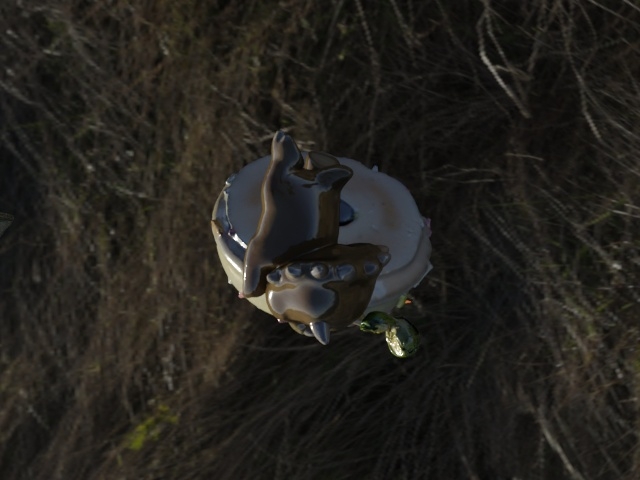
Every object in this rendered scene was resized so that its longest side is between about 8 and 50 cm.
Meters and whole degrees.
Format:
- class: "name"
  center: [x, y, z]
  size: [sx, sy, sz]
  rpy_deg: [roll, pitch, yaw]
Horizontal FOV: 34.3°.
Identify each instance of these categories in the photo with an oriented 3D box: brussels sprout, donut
- class: "brussels sprout"
  center: [0.094, 0.118, 1.373]
  size: [0.083, 0.051, 0.046]
  rpy_deg: [37, 122, -18]
- class: "donut"
  center: [0.000, 0.000, 1.756]
  size: [0.382, 0.382, 0.142]
  rpy_deg: [38, 136, 25]

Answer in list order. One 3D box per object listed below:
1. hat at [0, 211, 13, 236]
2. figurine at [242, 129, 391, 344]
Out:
- class: "hat"
  center: [-0.367, -0.055, 0.901]
  size: [0.166, 0.173, 0.144]
  rpy_deg: [-36, 67, 46]
- class: "figurine"
  center: [0.007, 0.008, 1.359]
  size: [0.173, 0.177, 0.247]
  rpy_deg: [19, 91, 29]
